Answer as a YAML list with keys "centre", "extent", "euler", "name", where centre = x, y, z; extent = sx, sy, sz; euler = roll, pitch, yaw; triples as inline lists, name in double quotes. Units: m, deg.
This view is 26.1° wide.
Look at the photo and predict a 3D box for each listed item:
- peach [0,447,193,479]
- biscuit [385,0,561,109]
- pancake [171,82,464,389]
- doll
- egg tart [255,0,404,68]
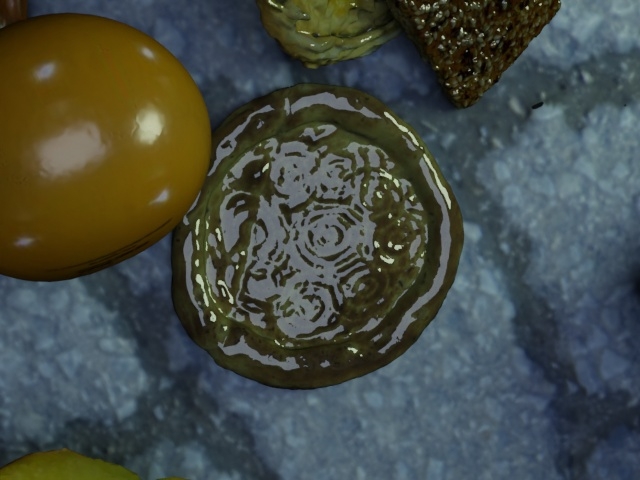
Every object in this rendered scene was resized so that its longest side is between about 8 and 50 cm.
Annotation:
- centre: [-0.205, 0.362, 0.951]
  extent: [0.242, 0.380, 0.306]
  euler: [8, 137, -6]
  name: "peach"
- centre: [0.108, -0.209, 1.059]
  extent: [0.131, 0.026, 0.237]
  euler: [-49, 140, -7]
  name: "biscuit"
- centre: [0.000, 0.000, 1.118]
  extent: [0.250, 0.031, 0.250]
  euler: [-1, 94, -12]
  name: "pancake"
- centre: [-0.195, -0.093, 0.993]
  extent: [0.213, 0.213, 0.236]
  euler: [-24, 85, -9]
  name: "doll"
- centre: [0.014, -0.271, 1.022]
  extent: [0.288, 0.118, 0.288]
  euler: [-33, 135, -42]
  name: "egg tart"
